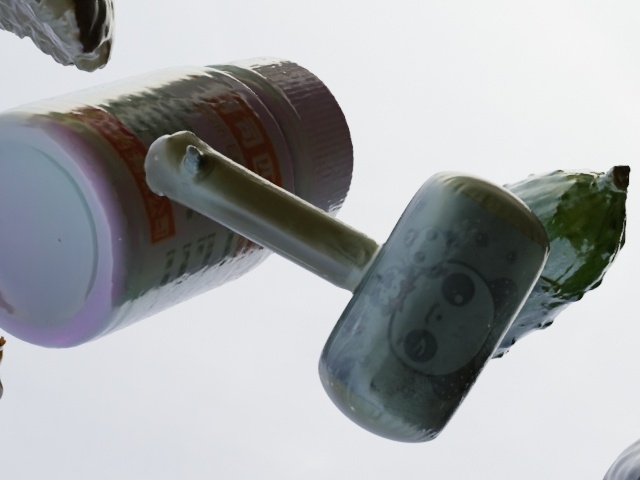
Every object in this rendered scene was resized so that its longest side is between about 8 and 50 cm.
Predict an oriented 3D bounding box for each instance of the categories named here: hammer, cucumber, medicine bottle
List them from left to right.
[{"bbox_3d":[-0.149,-0.049,1.737,0.388,0.219,0.219,-22,-98,-54],"label":"medicine bottle"},{"bbox_3d":[0.000,0.000,1.360,0.305,0.202,0.113,31,178,15],"label":"hammer"},{"bbox_3d":[0.179,0.001,1.526,0.134,0.244,0.134,14,-120,-25],"label":"cucumber"}]

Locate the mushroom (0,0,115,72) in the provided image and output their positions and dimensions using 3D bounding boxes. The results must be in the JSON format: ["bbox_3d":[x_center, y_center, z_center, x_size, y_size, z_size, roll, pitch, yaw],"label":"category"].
[{"bbox_3d":[-0.229,-0.113,1.010,0.233,0.208,0.301,43,-131,-49],"label":"mushroom"}]

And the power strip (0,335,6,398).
[{"bbox_3d":[-0.259,0.115,1.269,0.049,0.178,0.028,14,-133,-32],"label":"power strip"}]

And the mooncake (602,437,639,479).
[{"bbox_3d":[0.383,0.292,1.602,0.306,0.306,0.154,54,-175,-7],"label":"mooncake"}]
